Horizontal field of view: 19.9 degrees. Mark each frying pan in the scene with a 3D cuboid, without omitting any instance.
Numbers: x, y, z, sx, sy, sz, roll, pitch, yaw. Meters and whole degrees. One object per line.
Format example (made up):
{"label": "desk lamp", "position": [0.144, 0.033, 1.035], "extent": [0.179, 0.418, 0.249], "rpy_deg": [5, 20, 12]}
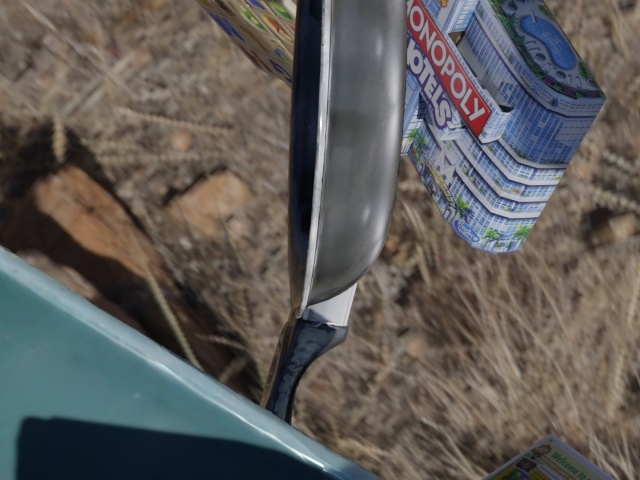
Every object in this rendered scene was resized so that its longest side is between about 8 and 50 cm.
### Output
{"label": "frying pan", "position": [0.002, 0.000, 0.787], "extent": [0.053, 0.197, 0.326], "rpy_deg": [2, 94, -4]}

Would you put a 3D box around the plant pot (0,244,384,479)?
{"label": "plant pot", "position": [-0.125, 0.191, 0.586], "extent": [0.247, 0.248, 0.252], "rpy_deg": [33, 121, -8]}

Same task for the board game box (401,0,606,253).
{"label": "board game box", "position": [0.095, -0.123, 1.147], "extent": [0.060, 0.194, 0.194], "rpy_deg": [-9, 53, -27]}

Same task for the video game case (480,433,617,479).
{"label": "video game case", "position": [0.191, 0.273, 1.669], "extent": [0.193, 0.023, 0.212], "rpy_deg": [-32, 26, -12]}

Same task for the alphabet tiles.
{"label": "alphabet tiles", "position": [-0.055, -0.217, 1.902], "extent": [0.011, 0.342, 0.285], "rpy_deg": [-50, 39, -8]}
